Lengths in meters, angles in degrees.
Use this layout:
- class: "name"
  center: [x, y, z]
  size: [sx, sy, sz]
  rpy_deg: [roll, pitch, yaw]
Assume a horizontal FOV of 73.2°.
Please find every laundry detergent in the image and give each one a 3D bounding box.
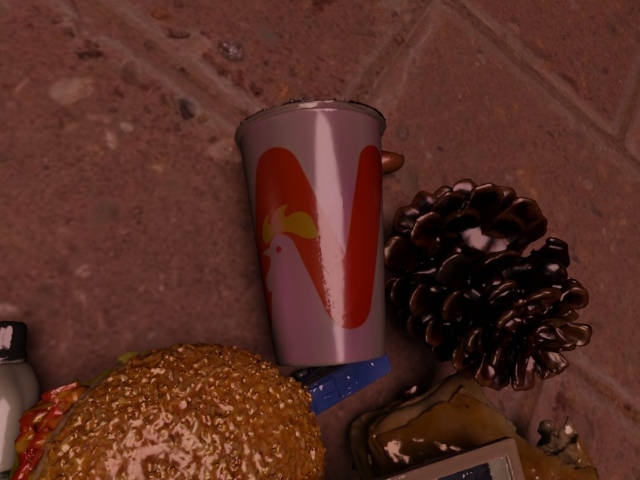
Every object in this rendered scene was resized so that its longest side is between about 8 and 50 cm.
- class: "laundry detergent"
  center: [-0.324, 0.193, 0.422]
  size: [0.070, 0.099, 0.225]
  rpy_deg: [16, 68, -53]

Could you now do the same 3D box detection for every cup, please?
- class: "cup"
  center: [0.000, 0.000, 0.537]
  size: [0.203, 0.203, 0.288]
  rpy_deg: [-2, 81, -21]

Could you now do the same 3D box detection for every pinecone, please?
- class: "pinecone"
  center: [0.207, 0.055, 0.550]
  size: [0.247, 0.292, 0.246]
  rpy_deg: [-4, 117, -7]

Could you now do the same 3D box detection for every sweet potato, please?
- class: "sweet potato"
  center: [0.042, -0.152, 0.662]
  size: [0.202, 0.058, 0.055]
  rpy_deg: [21, 49, -13]

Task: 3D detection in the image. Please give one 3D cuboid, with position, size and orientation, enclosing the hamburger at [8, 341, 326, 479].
- class: "hamburger"
  center: [-0.135, 0.243, 0.429]
  size: [0.295, 0.179, 0.275]
  rpy_deg: [-3, 77, -20]

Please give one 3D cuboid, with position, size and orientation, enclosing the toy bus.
- class: "toy bus"
  center: [0.019, 0.181, 0.565]
  size: [0.153, 0.061, 0.051]
  rpy_deg: [-21, 90, -27]

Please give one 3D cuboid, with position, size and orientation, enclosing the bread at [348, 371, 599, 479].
- class: "bread"
  center: [0.238, 0.347, 0.536]
  size: [0.315, 0.191, 0.369]
  rpy_deg: [-16, 81, -22]

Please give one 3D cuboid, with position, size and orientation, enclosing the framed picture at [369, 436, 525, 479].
- class: "framed picture"
  center: [0.088, 0.317, 0.388]
  size: [0.282, 0.019, 0.208]
  rpy_deg: [-9, 79, -19]
